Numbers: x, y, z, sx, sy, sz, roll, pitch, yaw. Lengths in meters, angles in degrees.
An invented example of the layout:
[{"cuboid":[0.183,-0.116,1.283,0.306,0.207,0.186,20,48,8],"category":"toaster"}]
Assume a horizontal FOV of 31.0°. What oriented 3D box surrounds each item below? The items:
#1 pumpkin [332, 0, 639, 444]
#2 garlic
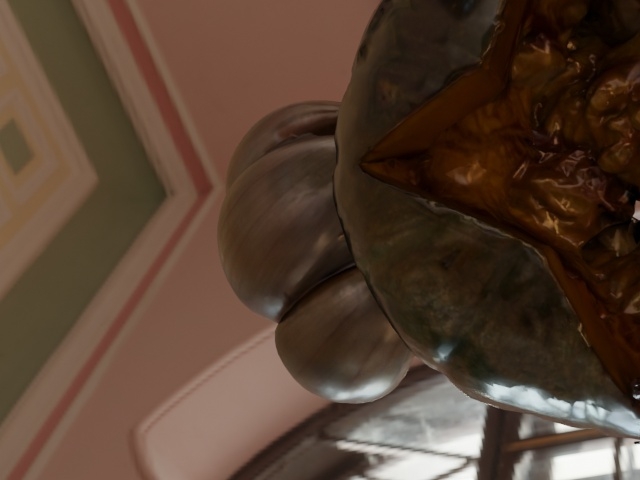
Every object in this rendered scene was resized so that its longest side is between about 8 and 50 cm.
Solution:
[{"cuboid":[0.161,-0.045,0.605,0.192,0.320,0.320,5,-108,-72],"category":"pumpkin"},{"cuboid":[0.000,0.000,0.847,0.160,0.191,0.214,20,-140,-9],"category":"garlic"}]
